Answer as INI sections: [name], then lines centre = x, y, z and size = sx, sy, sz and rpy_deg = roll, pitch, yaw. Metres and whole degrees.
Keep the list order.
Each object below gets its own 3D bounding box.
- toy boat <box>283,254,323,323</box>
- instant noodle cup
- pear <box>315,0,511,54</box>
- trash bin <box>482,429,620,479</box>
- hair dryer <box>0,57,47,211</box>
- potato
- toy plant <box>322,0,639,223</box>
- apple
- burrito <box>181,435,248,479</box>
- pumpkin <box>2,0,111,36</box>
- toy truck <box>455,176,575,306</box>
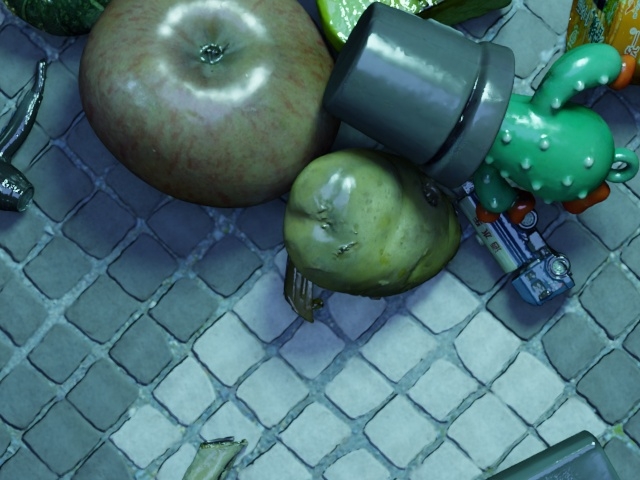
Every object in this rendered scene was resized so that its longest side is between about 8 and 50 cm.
[toy boat]
centre = 0.000, 0.000, 1.898
size = 0.088, 0.068, 0.226
rpy_deg = 6, 91, -6
[instant noodle cup]
centre = 0.440, -0.293, 1.805
size = 0.182, 0.230, 0.230
rpy_deg = 13, 91, -6
[pear]
centre = 0.103, -0.404, 1.839
size = 0.286, 0.176, 0.282
rpy_deg = -24, 86, 2
[trash bin]
centre = 0.297, 0.378, 1.874
size = 0.236, 0.101, 0.177
rpy_deg = -29, 88, 1
[hair dryer]
centre = -0.447, -0.163, 1.931
size = 0.195, 0.075, 0.219
rpy_deg = 28, 82, 11
[potato]
centre = 0.070, -0.020, 1.816
size = 0.296, 0.141, 0.192
rpy_deg = 13, 95, -42
[toy plant]
centre = 0.215, -0.153, 1.715
size = 0.400, 0.185, 0.279
rpy_deg = 24, 104, -12
[apple]
centre = -0.140, -0.201, 1.801
size = 0.344, 0.269, 0.345
rpy_deg = 0, 90, 3
[burrito]
centre = -0.161, 0.325, 1.923
size = 0.055, 0.041, 0.149
rpy_deg = 34, 89, -11
[pumpkin]
centre = -0.346, -0.367, 1.871
size = 0.190, 0.146, 0.190
rpy_deg = -2, 85, 25
[toy truck]
centre = 0.260, -0.006, 1.882
size = 0.088, 0.074, 0.202
rpy_deg = -35, 89, 7
